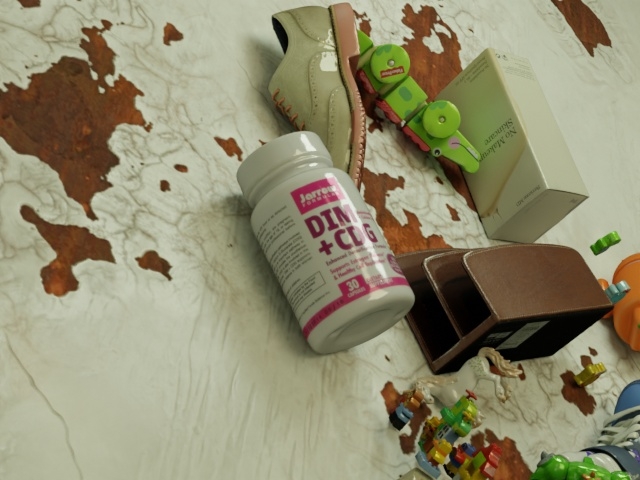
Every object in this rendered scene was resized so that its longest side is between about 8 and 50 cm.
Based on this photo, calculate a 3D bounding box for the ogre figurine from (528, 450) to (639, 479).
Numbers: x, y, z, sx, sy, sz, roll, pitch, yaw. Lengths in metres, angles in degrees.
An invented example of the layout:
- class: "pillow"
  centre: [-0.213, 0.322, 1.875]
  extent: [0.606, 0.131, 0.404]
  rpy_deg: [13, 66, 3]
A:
- class: "ogre figurine"
  centre: [0.361, 0.365, 1.819]
  extent: [0.197, 0.118, 0.097]
  rpy_deg: [14, 3, 24]

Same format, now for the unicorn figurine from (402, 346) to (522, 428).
- class: "unicorn figurine"
  centre: [0.204, 0.215, 1.880]
  extent: [0.162, 0.060, 0.111]
  rpy_deg: [-39, 83, -22]

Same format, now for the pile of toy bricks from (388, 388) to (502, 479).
- class: "pile of toy bricks"
  centre: [0.174, 0.247, 1.738]
  extent: [0.118, 0.105, 0.212]
  rpy_deg: [40, 6, -13]

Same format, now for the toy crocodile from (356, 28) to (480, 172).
- class: "toy crocodile"
  centre: [0.143, -0.236, 2.211]
  extent: [0.340, 0.105, 0.115]
  rpy_deg: [46, 2, -10]

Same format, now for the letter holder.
- class: "letter holder"
  centre: [0.271, 0.066, 2.022]
  extent: [0.302, 0.152, 0.214]
  rpy_deg: [-2, 57, -45]

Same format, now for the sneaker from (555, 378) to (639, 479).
- class: "sneaker"
  centre: [0.449, 0.322, 1.977]
  extent: [0.236, 0.130, 0.322]
  rpy_deg: [27, 47, -30]

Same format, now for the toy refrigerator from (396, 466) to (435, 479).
- class: "toy refrigerator"
  centre: [0.193, 0.417, 1.677]
  extent: [0.269, 0.094, 0.102]
  rpy_deg: [38, 38, -13]

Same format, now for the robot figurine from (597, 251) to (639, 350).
- class: "robot figurine"
  centre: [0.576, 0.104, 2.293]
  extent: [0.128, 0.158, 0.219]
  rpy_deg: [50, 29, -22]

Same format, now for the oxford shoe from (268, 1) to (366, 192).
- class: "oxford shoe"
  centre: [-0.008, -0.199, 2.041]
  extent: [0.147, 0.140, 0.397]
  rpy_deg: [-1, 58, -6]

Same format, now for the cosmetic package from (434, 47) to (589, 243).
- class: "cosmetic package"
  centre: [0.329, -0.165, 2.276]
  extent: [0.113, 0.160, 0.309]
  rpy_deg: [9, 50, -37]

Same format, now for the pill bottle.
- class: "pill bottle"
  centre: [0.000, 0.000, 1.810]
  extent: [0.160, 0.160, 0.283]
  rpy_deg: [-6, 61, -46]

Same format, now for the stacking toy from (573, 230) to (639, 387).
- class: "stacking toy"
  centre: [0.450, 0.111, 2.099]
  extent: [0.052, 0.221, 0.167]
  rpy_deg: [-5, 57, -43]
